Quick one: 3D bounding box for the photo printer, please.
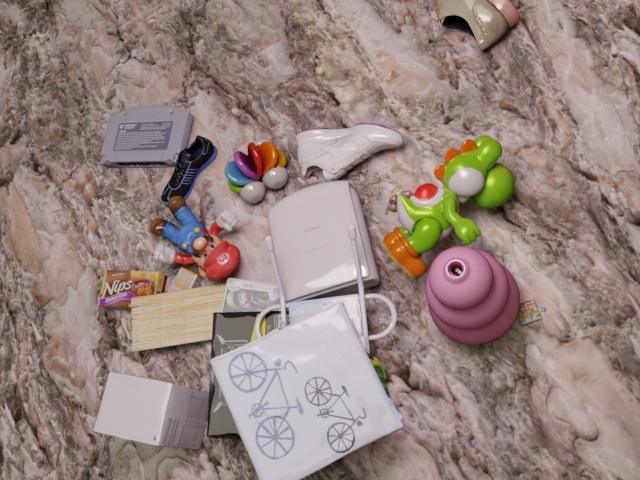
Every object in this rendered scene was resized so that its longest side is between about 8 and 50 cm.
[{"bbox_3d":[0.000,0.000,1.784,0.255,0.107,0.308,-18,66,14],"label":"photo printer"}]

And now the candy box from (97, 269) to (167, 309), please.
[{"bbox_3d":[-0.537,0.143,1.969,0.186,0.053,0.109,2,72,20],"label":"candy box"}]

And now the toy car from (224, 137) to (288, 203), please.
[{"bbox_3d":[-0.188,-0.206,1.913,0.182,0.136,0.159,-31,64,8],"label":"toy car"}]

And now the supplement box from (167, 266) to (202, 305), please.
[{"bbox_3d":[-0.380,0.131,1.921,0.062,0.036,0.099,23,80,25],"label":"supplement box"}]

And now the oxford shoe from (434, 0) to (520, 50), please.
[{"bbox_3d":[0.350,-0.669,1.877,0.146,0.140,0.397,-47,60,8],"label":"oxford shoe"}]

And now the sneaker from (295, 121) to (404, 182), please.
[{"bbox_3d":[0.079,-0.233,1.854,0.304,0.114,0.152,-3,84,24],"label":"sneaker"}]

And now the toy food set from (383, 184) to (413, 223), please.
[{"bbox_3d":[0.218,-0.091,1.783,0.078,0.019,0.122,-41,63,3],"label":"toy food set"}]

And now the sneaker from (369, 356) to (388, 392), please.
[{"bbox_3d":[0.034,0.379,1.593,0.295,0.109,0.124,-28,83,-18],"label":"sneaker"}]

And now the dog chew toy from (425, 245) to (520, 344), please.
[{"bbox_3d":[0.320,0.108,1.498,0.206,0.332,0.207,-7,68,19],"label":"dog chew toy"}]

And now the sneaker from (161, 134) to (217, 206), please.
[{"bbox_3d":[-0.400,-0.206,2.020,0.081,0.090,0.232,33,85,27],"label":"sneaker"}]

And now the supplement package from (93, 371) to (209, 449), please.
[{"bbox_3d":[-0.415,0.430,1.735,0.194,0.203,0.149,5,74,22],"label":"supplement package"}]

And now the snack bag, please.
[{"bbox_3d":[-0.033,0.333,1.515,0.342,0.037,0.323,-26,74,-2],"label":"snack bag"}]

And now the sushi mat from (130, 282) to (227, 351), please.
[{"bbox_3d":[-0.364,0.204,1.864,0.316,0.019,0.152,-10,73,6],"label":"sushi mat"}]

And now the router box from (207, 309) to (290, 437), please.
[{"bbox_3d":[-0.148,0.331,1.709,0.242,0.081,0.309,-2,72,8],"label":"router box"}]

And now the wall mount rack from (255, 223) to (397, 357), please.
[{"bbox_3d":[-0.003,0.135,1.632,0.349,0.130,0.304,-8,74,8],"label":"wall mount rack"}]

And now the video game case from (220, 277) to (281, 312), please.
[{"bbox_3d":[-0.179,0.200,1.811,0.173,0.022,0.191,6,74,11],"label":"video game case"}]

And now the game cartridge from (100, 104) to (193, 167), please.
[{"bbox_3d":[-0.535,-0.323,2.136,0.294,0.060,0.196,2,76,21],"label":"game cartridge"}]

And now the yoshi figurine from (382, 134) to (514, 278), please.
[{"bbox_3d":[0.325,-0.071,1.639,0.362,0.203,0.203,-51,62,12],"label":"yoshi figurine"}]

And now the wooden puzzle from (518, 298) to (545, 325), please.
[{"bbox_3d":[0.480,0.166,1.599,0.083,0.006,0.049,-21,65,13],"label":"wooden puzzle"}]

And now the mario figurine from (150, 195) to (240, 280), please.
[{"bbox_3d":[-0.345,-0.012,1.881,0.320,0.170,0.198,34,120,35],"label":"mario figurine"}]
